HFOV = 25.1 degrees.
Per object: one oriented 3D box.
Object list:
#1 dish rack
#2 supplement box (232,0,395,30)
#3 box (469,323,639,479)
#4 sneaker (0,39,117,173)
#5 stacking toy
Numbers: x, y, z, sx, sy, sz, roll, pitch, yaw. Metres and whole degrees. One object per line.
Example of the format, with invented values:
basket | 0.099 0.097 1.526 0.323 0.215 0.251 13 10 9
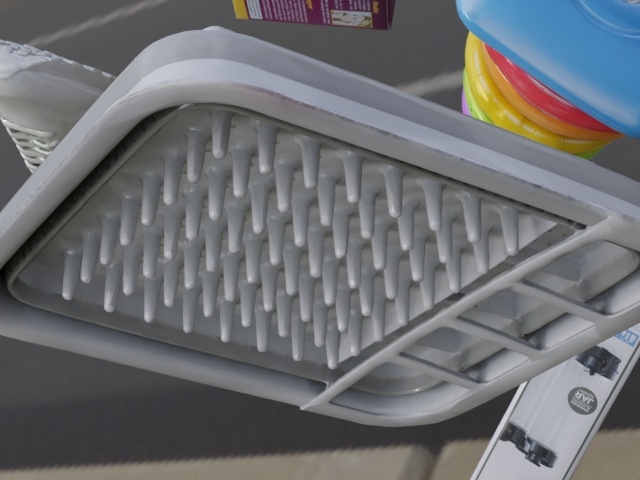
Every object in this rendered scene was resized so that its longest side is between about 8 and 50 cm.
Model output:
dish rack | 0.000 0.000 0.768 0.285 0.333 0.072 -37 45 48
supplement box | -0.003 -0.141 0.731 0.083 0.055 0.043 6 66 6
box | 0.250 0.158 1.449 0.169 0.087 0.290 -32 -31 -63
sneaker | -0.197 -0.091 1.095 0.095 0.090 0.235 -67 -17 1
stacking toy | 0.155 -0.106 1.011 0.175 0.165 0.302 -55 -2 -27
